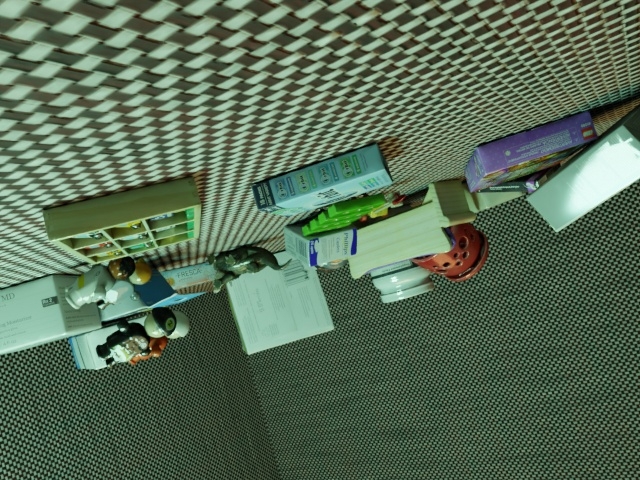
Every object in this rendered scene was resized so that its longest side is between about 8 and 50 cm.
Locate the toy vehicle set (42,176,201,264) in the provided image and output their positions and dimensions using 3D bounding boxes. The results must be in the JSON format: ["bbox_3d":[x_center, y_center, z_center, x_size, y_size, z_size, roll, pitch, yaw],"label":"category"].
[{"bbox_3d":[-0.246,-0.018,0.739,0.166,0.035,0.267,-15,176,-14],"label":"toy vehicle set"}]

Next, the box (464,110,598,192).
[{"bbox_3d":[0.405,-0.168,1.117,0.201,0.057,0.293,-17,176,9],"label":"box"}]

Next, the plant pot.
[{"bbox_3d":[0.369,0.017,1.592,0.174,0.191,0.191,33,149,-25],"label":"plant pot"}]

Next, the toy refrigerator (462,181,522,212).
[{"bbox_3d":[0.445,-0.132,1.530,0.102,0.094,0.269,-20,178,-2],"label":"toy refrigerator"}]

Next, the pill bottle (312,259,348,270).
[{"bbox_3d":[0.030,0.041,1.911,0.131,0.130,0.246,-16,175,-10],"label":"pill bottle"}]

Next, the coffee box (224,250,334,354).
[{"bbox_3d":[-0.185,0.234,2.188,0.338,0.337,0.334,-16,176,-13],"label":"coffee box"}]

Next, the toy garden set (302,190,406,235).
[{"bbox_3d":[0.083,-0.075,1.198,0.204,0.049,0.244,-13,174,-19],"label":"toy garden set"}]

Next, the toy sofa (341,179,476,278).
[{"bbox_3d":[0.224,-0.025,1.499,0.363,0.177,0.150,-21,173,41],"label":"toy sofa"}]

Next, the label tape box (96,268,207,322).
[{"bbox_3d":[-0.483,0.135,1.338,0.348,0.115,0.249,-19,176,3],"label":"label tape box"}]

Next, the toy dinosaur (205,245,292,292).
[{"bbox_3d":[-0.214,0.059,1.547,0.314,0.120,0.160,-23,-175,25],"label":"toy dinosaur"}]

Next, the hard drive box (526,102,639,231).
[{"bbox_3d":[0.515,-0.140,0.996,0.181,0.089,0.232,-35,171,-33],"label":"hard drive box"}]

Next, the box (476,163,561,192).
[{"bbox_3d":[0.462,-0.148,1.300,0.116,0.029,0.162,-35,-157,-35],"label":"box"}]

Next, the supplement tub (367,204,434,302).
[{"bbox_3d":[0.236,0.041,1.729,0.191,0.272,0.191,-16,176,-1],"label":"supplement tub"}]

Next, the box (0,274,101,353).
[{"bbox_3d":[-0.573,0.150,1.120,0.181,0.118,0.182,-16,175,-1],"label":"box"}]

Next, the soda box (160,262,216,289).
[{"bbox_3d":[-0.402,0.110,1.647,0.183,0.058,0.063,-12,174,-40],"label":"soda box"}]

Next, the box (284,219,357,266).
[{"bbox_3d":[0.000,0.000,1.350,0.137,0.072,0.126,-15,-156,-28],"label":"box"}]

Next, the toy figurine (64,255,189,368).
[{"bbox_3d":[-0.370,0.131,1.088,0.148,0.209,0.213,-32,171,-6],"label":"toy figurine"}]

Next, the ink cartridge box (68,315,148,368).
[{"bbox_3d":[-0.491,0.241,1.305,0.148,0.085,0.203,-15,179,-35],"label":"ink cartridge box"}]

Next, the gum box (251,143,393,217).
[{"bbox_3d":[0.010,-0.084,0.825,0.185,0.041,0.157,-18,176,11],"label":"gum box"}]
